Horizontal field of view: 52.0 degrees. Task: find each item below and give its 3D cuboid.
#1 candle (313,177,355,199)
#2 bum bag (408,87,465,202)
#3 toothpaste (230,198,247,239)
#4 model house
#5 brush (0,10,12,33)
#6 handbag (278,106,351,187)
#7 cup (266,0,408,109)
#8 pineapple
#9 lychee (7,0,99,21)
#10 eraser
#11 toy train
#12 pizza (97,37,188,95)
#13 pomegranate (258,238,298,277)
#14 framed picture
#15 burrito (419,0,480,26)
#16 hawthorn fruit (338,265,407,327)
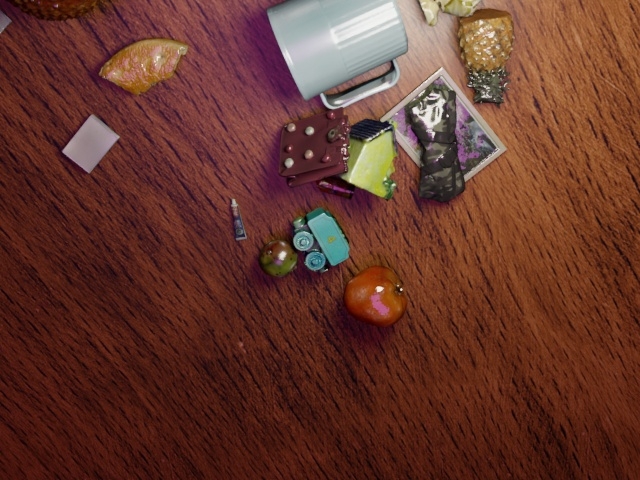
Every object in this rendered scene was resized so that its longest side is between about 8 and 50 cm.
[{"bbox_3d":[0.038,-0.165,1.992,0.130,0.052,0.052,16,110,-6],"label":"candle"},{"bbox_3d":[0.339,-0.269,1.908,0.144,0.095,0.340,-14,113,-9],"label":"bum bag"},{"bbox_3d":[-0.259,-0.064,2.049,0.037,0.021,0.140,-6,114,7],"label":"toothpaste"},{"bbox_3d":[0.146,-0.251,1.890,0.170,0.194,0.211,21,98,-25],"label":"model house"},{"bbox_3d":[-0.964,-0.660,1.825,0.083,0.011,0.205,-40,105,15],"label":"brush"},{"bbox_3d":[-0.016,-0.265,1.852,0.216,0.203,0.074,-13,146,27],"label":"handbag"},{"bbox_3d":[0.064,-0.521,1.745,0.311,0.257,0.331,-22,108,7],"label":"cup"},{"bbox_3d":[0.459,-0.494,1.827,0.158,0.158,0.279,-7,124,3],"label":"pineapple"},{"bbox_3d":[-0.691,-0.695,1.680,0.275,0.304,0.276,19,138,18],"label":"lychee"},{"bbox_3d":[-0.687,-0.288,1.962,0.104,0.023,0.150,41,106,-14],"label":"eraser"},{"bbox_3d":[0.000,0.000,2.031,0.154,0.107,0.198,-29,108,3],"label":"toy train"},{"bbox_3d":[-0.500,-0.498,1.862,0.271,0.056,0.134,-26,107,9],"label":"pizza"},{"bbox_3d":[-0.131,0.056,2.051,0.130,0.130,0.130,0,111,0],"label":"pomegranate"},{"bbox_3d":[0.365,-0.316,1.949,0.240,0.020,0.324,-37,107,14],"label":"framed picture"},{"bbox_3d":[0.317,-0.748,1.719,0.190,0.135,0.332,-17,114,16],"label":"burrito"},{"bbox_3d":[0.152,0.183,2.064,0.225,0.196,0.196,-18,111,24],"label":"hawthorn fruit"}]
